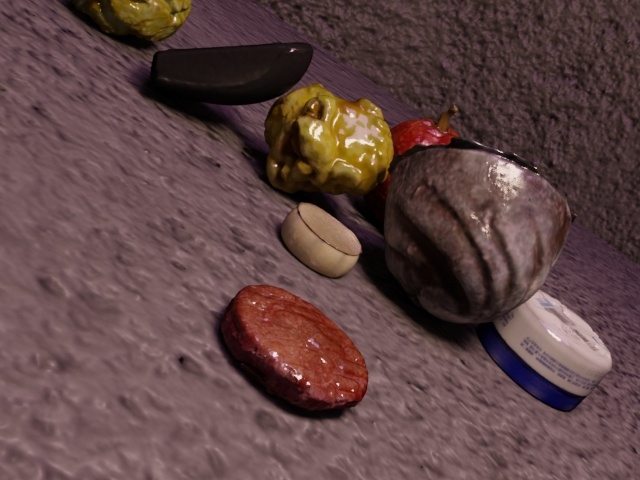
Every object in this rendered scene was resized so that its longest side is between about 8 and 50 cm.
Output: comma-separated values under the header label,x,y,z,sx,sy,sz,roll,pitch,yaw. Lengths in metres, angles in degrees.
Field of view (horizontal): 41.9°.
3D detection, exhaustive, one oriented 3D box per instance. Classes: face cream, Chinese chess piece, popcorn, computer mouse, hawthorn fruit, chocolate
label,x,y,z,sx,sy,sz,roll,pitch,yaw
face cream,0.369,0.168,1.362,0.206,0.111,0.206,34,20,-14
Chinese chess piece,0.000,0.000,1.205,0.122,0.051,0.122,34,20,-14
popcorn,-0.002,-0.147,1.372,0.226,0.200,0.203,43,60,3
computer mouse,-0.144,-0.274,1.382,0.269,0.100,0.170,-4,12,-3
hawthorn fruit,0.190,-0.128,1.506,0.205,0.253,0.205,23,14,-6
chocolate,0.212,0.015,1.268,0.303,0.213,0.303,17,-23,7
popcorn,-0.326,-0.448,1.481,0.204,0.184,0.221,48,20,12

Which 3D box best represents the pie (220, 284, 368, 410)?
label,x,y,z,sx,sy,sz,roll,pitch,yaw
pie,-0.025,0.114,0.905,0.182,0.050,0.182,32,18,-12
